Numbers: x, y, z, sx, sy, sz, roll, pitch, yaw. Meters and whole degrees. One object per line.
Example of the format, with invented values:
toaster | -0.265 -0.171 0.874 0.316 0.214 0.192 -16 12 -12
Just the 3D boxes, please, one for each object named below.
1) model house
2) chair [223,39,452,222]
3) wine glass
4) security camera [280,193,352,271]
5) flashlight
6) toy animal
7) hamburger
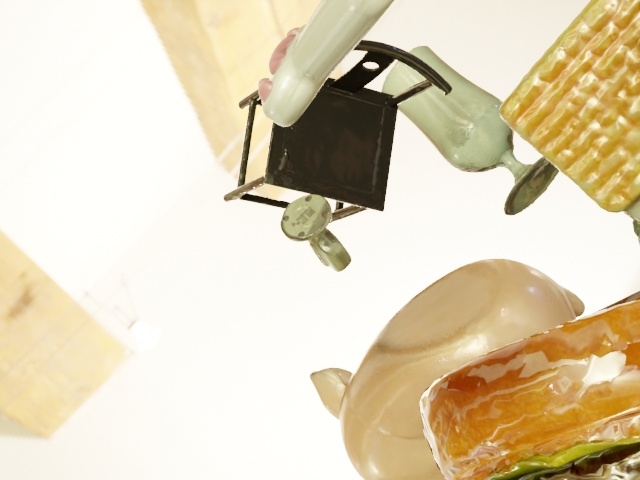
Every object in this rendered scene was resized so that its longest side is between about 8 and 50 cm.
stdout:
model house | 0.119 -0.030 0.388 0.088 0.100 0.101 -47 22 17
chair | 0.011 -0.111 1.341 0.260 0.154 0.141 161 119 -66
wine glass | 0.183 -0.140 1.534 0.103 0.231 0.103 -37 -26 -21
security camera | 0.000 0.000 1.250 0.058 0.058 0.092 -46 -40 -11
flashlight | 0.004 -0.158 0.934 0.200 0.047 0.093 -43 20 57
toy animal | 0.111 0.122 1.050 0.154 0.166 0.250 27 -59 -26
hamburger | 0.200 0.150 0.696 0.290 0.225 0.291 -17 -14 -4
